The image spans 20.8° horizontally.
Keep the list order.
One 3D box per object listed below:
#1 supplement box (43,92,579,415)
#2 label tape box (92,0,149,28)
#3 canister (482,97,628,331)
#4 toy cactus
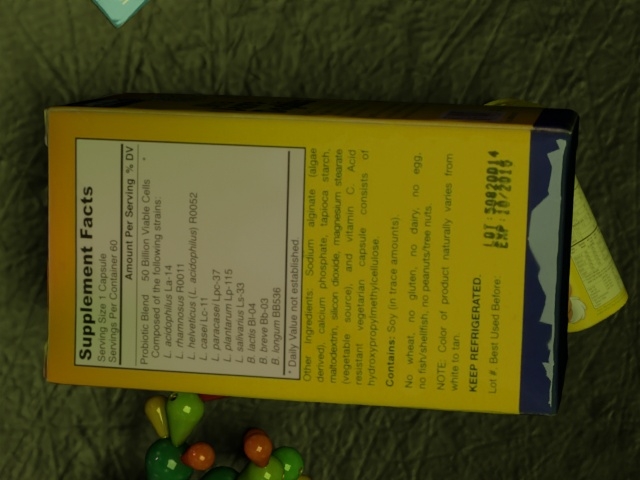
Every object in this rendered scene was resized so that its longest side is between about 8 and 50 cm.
[{"bbox_3d":[0.000,0.000,1.246,0.356,0.195,0.194,3,98,9],"label":"supplement box"},{"bbox_3d":[-0.097,-0.350,1.276,0.333,0.106,0.240,-44,107,-6],"label":"label tape box"},{"bbox_3d":[0.171,-0.020,1.395,0.073,0.126,0.170,-30,107,-10],"label":"canister"},{"bbox_3d":[-0.102,0.193,1.343,0.180,0.112,0.219,-26,143,-4],"label":"toy cactus"}]
